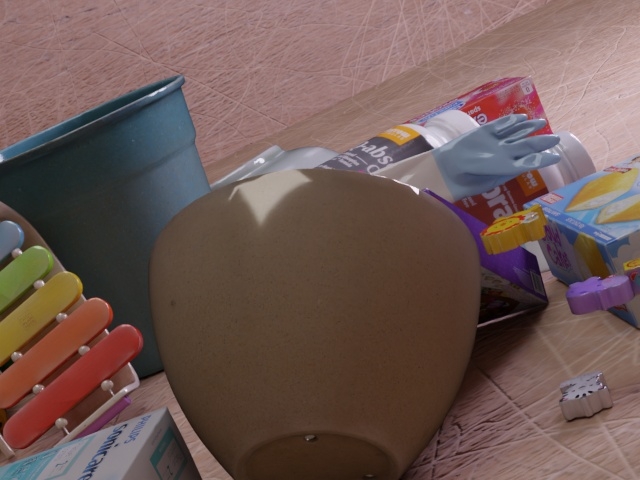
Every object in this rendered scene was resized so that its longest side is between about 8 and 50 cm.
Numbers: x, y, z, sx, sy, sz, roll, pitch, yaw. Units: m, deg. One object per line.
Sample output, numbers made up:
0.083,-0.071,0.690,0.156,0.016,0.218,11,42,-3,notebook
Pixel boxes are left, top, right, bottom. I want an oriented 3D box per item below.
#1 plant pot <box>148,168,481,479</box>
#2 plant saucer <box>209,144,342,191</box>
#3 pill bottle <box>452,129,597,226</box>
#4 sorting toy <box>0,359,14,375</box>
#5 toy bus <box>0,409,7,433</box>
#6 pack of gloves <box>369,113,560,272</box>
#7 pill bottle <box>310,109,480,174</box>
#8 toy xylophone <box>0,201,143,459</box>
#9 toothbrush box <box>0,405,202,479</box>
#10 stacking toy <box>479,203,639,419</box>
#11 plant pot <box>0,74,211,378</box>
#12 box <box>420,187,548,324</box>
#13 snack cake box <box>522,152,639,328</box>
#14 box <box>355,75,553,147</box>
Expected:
-0.003,0.104,1.187,0.284,0.284,0.191,-20,49,22,plant pot
-0.135,-0.061,2.390,0.400,0.101,0.400,-33,5,3,plant saucer
0.209,-0.042,1.690,0.216,0.121,0.121,-27,11,-12,pill bottle
-0.497,0.182,2.200,0.255,0.089,0.257,-25,11,-8,sorting toy
-0.499,0.174,1.964,0.108,0.130,0.333,-24,35,-3,toy bus
0.181,-0.024,1.601,0.232,0.195,0.046,-23,-23,0,pack of gloves
0.089,-0.057,1.911,0.278,0.162,0.162,-29,12,-23,pill bottle
-0.359,0.124,1.754,0.236,0.322,0.081,-47,-18,3,toy xylophone
-0.251,0.271,1.176,0.295,0.126,0.216,-20,12,14,toothbrush box
0.257,0.029,1.137,0.221,0.167,0.052,-21,11,13,stacking toy
-0.270,-0.005,1.966,0.341,0.334,0.341,-24,11,5,plant pot
0.074,0.039,1.387,0.201,0.057,0.293,-20,-20,22,box
0.313,-0.010,1.406,0.152,0.089,0.264,-26,11,-4,snack cake box
0.198,-0.130,2.107,0.256,0.128,0.122,-26,11,-10,box
